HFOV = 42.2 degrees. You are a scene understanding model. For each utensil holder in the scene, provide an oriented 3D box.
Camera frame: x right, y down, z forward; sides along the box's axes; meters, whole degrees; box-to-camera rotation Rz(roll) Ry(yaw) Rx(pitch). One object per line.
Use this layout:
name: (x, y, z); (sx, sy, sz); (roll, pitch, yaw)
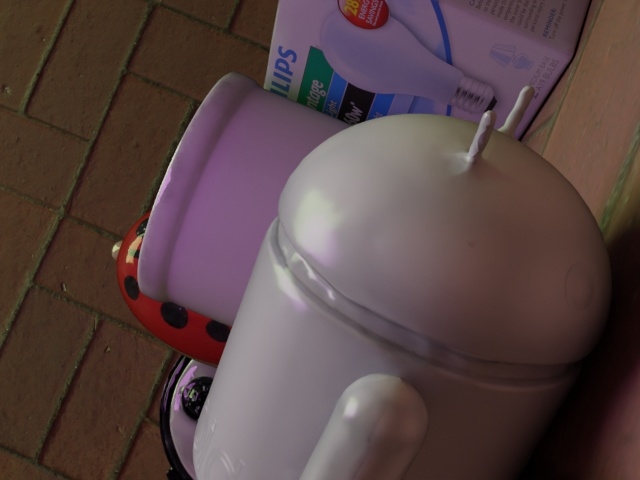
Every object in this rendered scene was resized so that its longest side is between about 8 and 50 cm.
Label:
utensil holder: (0.000, 0.000, 1.114); (0.327, 0.385, 0.328); (24, -90, -88)

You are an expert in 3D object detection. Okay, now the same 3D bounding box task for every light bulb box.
light bulb box: (0.131, -0.281, 1.141); (0.358, 0.361, 0.225); (108, -175, -60)

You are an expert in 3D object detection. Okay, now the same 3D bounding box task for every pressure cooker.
pressure cooker: (-0.124, 0.337, 1.578); (0.375, 0.370, 0.420); (-24, -8, -10)

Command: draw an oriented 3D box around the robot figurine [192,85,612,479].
robot figurine: (0.044, 0.074, 0.512); (0.300, 0.199, 0.354); (-64, -4, -67)

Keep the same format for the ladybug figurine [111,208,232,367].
ladybug figurine: (-0.157, 0.060, 1.373); (0.162, 0.449, 0.305); (26, -107, -73)
